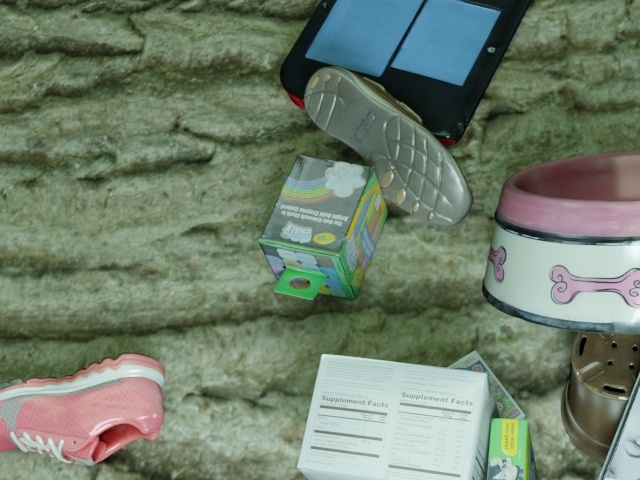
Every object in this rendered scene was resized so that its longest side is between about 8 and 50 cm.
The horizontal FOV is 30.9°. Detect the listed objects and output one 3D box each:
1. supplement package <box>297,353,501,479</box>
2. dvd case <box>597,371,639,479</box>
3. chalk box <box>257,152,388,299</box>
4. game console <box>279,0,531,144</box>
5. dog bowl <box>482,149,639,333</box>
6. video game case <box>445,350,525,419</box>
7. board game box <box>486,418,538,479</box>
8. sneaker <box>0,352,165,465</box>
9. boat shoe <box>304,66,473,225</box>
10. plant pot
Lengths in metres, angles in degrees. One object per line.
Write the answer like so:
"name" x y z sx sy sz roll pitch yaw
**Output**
"supplement package" 0.111 0.262 1.426 0.204 0.262 0.145 5 64 18
"dvd case" 0.437 0.213 1.385 0.165 0.221 0.018 11 16 -20
"chalk box" 0.000 0.000 1.722 0.132 0.132 0.213 12 62 21
"game console" 0.147 -0.350 1.959 0.342 0.060 0.386 17 64 25
"dog bowl" 0.405 -0.015 1.462 0.408 0.150 0.408 -6 14 1
"video game case" 0.210 0.218 1.588 0.087 0.011 0.122 -31 54 -6
"board game box" 0.218 0.395 1.326 0.046 0.213 0.317 0 52 15
"sneaker" -0.370 0.265 1.656 0.314 0.116 0.136 -18 56 3
"boat shoe" 0.120 -0.154 1.787 0.324 0.116 0.123 48 116 13
"plant pot" 0.387 0.181 1.469 0.167 0.165 0.167 -7 56 10
